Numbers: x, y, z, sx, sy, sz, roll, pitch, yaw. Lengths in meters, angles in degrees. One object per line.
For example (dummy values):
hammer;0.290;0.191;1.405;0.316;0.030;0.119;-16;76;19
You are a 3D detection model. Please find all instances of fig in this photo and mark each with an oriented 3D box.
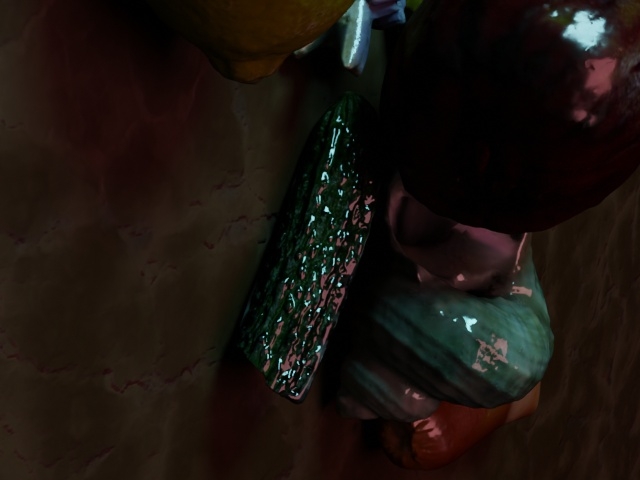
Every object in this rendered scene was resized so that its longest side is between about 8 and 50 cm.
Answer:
fig;0.172;-0.128;0.944;0.263;0.224;0.224;-35;132;-13

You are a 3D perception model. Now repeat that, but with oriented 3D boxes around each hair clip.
hair clip;0.043;-0.263;0.950;0.106;0.084;0.292;53;49;-70

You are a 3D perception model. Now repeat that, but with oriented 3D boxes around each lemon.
lemon;-0.042;-0.216;0.735;0.184;0.184;0.248;-23;135;-52

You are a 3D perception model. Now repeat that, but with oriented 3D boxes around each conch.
conch;0.113;0.055;1.056;0.220;0.195;0.277;40;87;-16

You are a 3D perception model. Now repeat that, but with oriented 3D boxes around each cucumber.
cucumber;0.001;0.001;0.947;0.077;0.077;0.265;42;64;-52

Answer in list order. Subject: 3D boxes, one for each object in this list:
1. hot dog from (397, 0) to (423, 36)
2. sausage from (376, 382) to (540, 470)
hot dog;0.136;-0.292;1.047;0.115;0.072;0.269;8;91;-29
sausage;0.150;0.161;1.210;0.300;0.083;0.089;-11;95;-57
